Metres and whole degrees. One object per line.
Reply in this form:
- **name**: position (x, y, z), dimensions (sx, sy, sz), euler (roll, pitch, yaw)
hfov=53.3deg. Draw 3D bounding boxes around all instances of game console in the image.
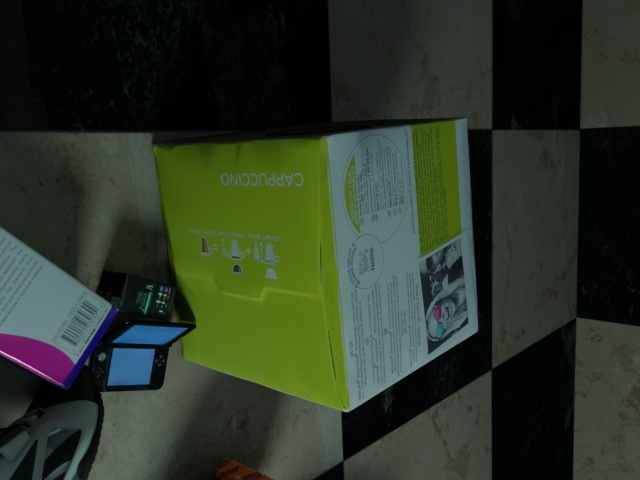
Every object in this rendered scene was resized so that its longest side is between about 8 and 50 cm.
- **game console**: position (-0.245, 0.161, 0.883), dimensions (0.122, 0.071, 0.107), euler (13, 83, -48)

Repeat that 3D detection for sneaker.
- **sneaker**: position (-0.334, 0.248, 0.678), dimensions (0.146, 0.122, 0.330), euler (37, 28, -29)

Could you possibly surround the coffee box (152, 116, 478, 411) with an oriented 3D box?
- **coffee box**: position (0.000, 0.000, 0.947), dimensions (0.334, 0.338, 0.338), euler (-17, 107, -47)

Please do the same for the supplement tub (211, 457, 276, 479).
- **supplement tub**: position (-0.147, 0.511, 0.929), dimensions (0.207, 0.207, 0.338), euler (48, 59, -40)

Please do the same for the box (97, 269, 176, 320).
- **box**: position (-0.252, 0.076, 0.873), dimensions (0.083, 0.062, 0.052), euler (22, 76, -48)

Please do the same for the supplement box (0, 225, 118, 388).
- **supplement box**: position (-0.360, 0.060, 0.710), dimensions (0.220, 0.114, 0.111), euler (50, 59, -41)
